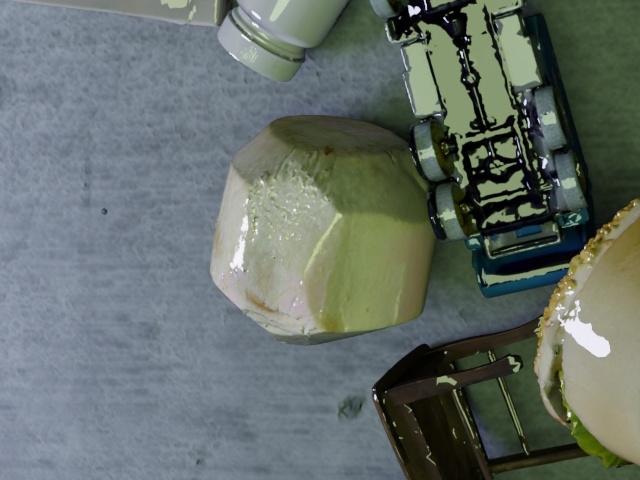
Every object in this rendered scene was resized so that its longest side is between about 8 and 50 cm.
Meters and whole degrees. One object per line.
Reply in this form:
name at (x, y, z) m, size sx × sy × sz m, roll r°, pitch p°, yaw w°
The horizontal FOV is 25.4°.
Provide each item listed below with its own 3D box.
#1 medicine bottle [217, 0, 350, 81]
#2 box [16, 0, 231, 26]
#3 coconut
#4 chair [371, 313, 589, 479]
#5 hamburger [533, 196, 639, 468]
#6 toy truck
medicine bottle at (-0.017, -0.254, 1.379) m, size 0.102 × 0.103 × 0.187 m, roll 35°, pitch 112°, yaw 3°
box at (-0.262, -0.341, 1.448) m, size 0.365 × 0.051 × 0.205 m, roll 9°, pitch 107°, yaw 13°
coconut at (0.004, 0.001, 1.390) m, size 0.241 × 0.241 × 0.241 m, roll 4°, pitch 107°, yaw 14°
chair at (0.105, 0.211, 1.446) m, size 0.319 × 0.160 × 0.186 m, roll -19°, pitch 97°, yaw 27°
hamburger at (0.332, 0.076, 1.290) m, size 0.170 × 0.302 × 0.302 m, roll 39°, pitch 120°, yaw 49°
toy truck at (0.158, -0.132, 1.328) m, size 0.146 × 0.175 × 0.367 m, roll -13°, pitch 102°, yaw 17°
